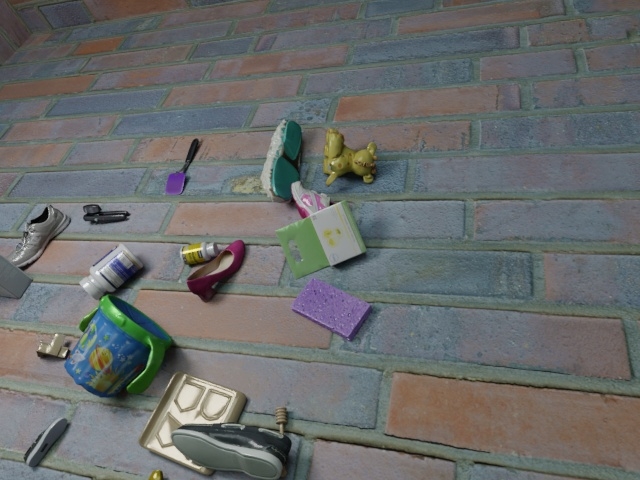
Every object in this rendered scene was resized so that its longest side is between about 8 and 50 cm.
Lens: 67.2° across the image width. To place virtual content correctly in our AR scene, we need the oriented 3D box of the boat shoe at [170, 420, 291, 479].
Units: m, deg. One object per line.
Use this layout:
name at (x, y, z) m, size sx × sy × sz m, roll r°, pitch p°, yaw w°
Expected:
boat shoe at (-0.215, 0.490, 1.160) m, size 0.302 × 0.114 × 0.091 m, roll 9°, pitch 31°, yaw 18°

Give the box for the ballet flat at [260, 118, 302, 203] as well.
ballet flat at (-0.148, -0.270, 1.754) m, size 0.146 × 0.147 × 0.409 m, roll -3°, pitch 49°, yaw 15°

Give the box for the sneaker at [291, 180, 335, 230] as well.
sneaker at (-0.013, -0.110, 1.590) m, size 0.111 × 0.103 × 0.252 m, roll -28°, pitch 58°, yaw -7°

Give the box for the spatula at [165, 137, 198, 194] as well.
spatula at (-0.552, -0.306, 1.952) m, size 0.084 × 0.030 × 0.297 m, roll 0°, pitch 53°, yaw 20°

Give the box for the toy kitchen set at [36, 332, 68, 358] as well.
toy kitchen set at (-0.849, 0.341, 1.542) m, size 0.083 × 0.075 × 0.068 m, roll 21°, pitch 56°, yaw -17°

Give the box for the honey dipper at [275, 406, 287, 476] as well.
honey dipper at (-0.096, 0.494, 1.184) m, size 0.030 × 0.030 × 0.161 m, roll -11°, pitch 54°, yaw 9°

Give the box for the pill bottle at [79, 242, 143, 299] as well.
pill bottle at (-0.707, 0.107, 1.626) m, size 0.186 × 0.112 × 0.112 m, roll -43°, pitch 53°, yaw -17°

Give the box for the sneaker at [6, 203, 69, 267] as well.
sneaker at (-1.110, -0.023, 1.853) m, size 0.105 × 0.115 × 0.281 m, roll 14°, pitch 59°, yaw 27°

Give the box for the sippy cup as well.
sippy cup at (-0.585, 0.311, 1.371) m, size 0.224 × 0.240 × 0.305 m, roll -53°, pitch 17°, yaw -11°

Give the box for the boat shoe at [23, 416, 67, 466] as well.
boat shoe at (-0.768, 0.553, 1.339) m, size 0.040 × 0.049 × 0.142 m, roll 18°, pitch 63°, yaw 29°

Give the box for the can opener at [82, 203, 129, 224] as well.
can opener at (-0.832, -0.095, 1.862) m, size 0.186 × 0.073 × 0.059 m, roll 5°, pitch 46°, yaw 10°

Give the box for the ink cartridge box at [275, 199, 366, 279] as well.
ink cartridge box at (0.000, 0.000, 1.463) m, size 0.235 × 0.056 × 0.171 m, roll -23°, pitch 90°, yaw -2°

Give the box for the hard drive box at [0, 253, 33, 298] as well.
hard drive box at (-1.184, 0.104, 1.702) m, size 0.181 × 0.232 × 0.089 m, roll 4°, pitch 54°, yaw 19°

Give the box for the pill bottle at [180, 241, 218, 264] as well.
pill bottle at (-0.404, 0.040, 1.612) m, size 0.116 × 0.065 × 0.065 m, roll -13°, pitch 50°, yaw 8°

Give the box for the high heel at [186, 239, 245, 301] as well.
high heel at (-0.330, 0.071, 1.529) m, size 0.082 × 0.117 × 0.244 m, roll 22°, pitch 63°, yaw 31°

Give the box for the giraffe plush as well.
giraffe plush at (0.105, -0.279, 1.653) m, size 0.170 × 0.181 × 0.210 m, roll 2°, pitch 40°, yaw -7°

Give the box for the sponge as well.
sponge at (0.029, 0.192, 1.377) m, size 0.210 × 0.031 × 0.117 m, roll 22°, pitch 63°, yaw 31°

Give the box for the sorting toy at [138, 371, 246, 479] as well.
sorting toy at (-0.350, 0.513, 1.247) m, size 0.229 × 0.041 × 0.307 m, roll 12°, pitch 58°, yaw 20°
